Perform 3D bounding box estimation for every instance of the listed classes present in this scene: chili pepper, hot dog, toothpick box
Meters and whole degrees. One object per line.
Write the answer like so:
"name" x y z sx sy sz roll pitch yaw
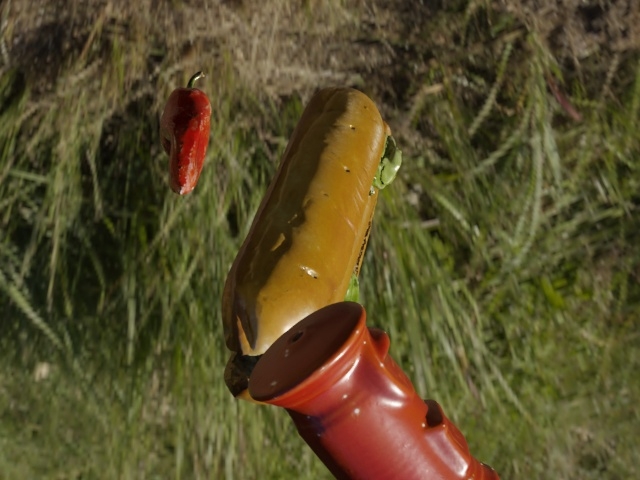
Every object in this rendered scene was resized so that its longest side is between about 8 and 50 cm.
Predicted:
"chili pepper" -0.136 -0.106 1.391 0.050 0.191 0.059 7 132 -6
"hot dog" 0.000 0.000 0.821 0.068 0.249 0.100 10 130 9
"toothpick box" 0.017 0.061 0.448 0.047 0.047 0.083 -33 108 16
